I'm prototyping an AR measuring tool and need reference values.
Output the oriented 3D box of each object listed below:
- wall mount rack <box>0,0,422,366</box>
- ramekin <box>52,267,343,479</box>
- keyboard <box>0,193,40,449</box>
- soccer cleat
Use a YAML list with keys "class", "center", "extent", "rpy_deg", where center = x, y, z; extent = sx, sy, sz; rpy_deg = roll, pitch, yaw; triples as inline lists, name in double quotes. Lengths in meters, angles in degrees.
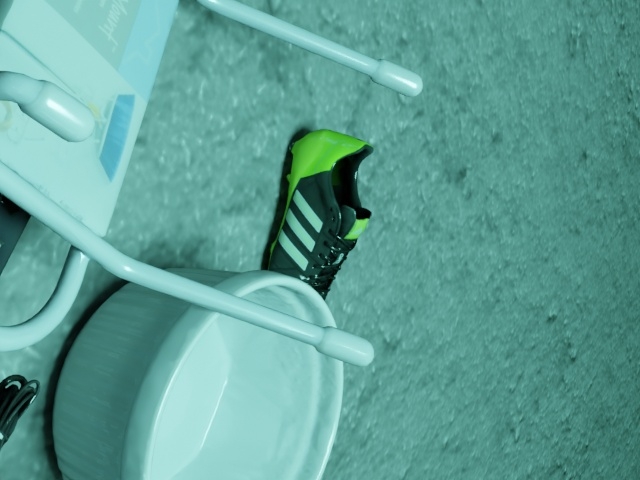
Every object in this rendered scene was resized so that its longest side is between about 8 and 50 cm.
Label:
- class: "wall mount rack"
  center: [-0.068, -0.083, 0.565]
  extent: [0.304, 0.130, 0.350]
  rpy_deg: [45, 51, -51]
- class: "ramekin"
  center: [-0.085, 0.115, 0.673]
  extent: [0.207, 0.109, 0.207]
  rpy_deg: [-23, 118, -52]
- class: "keyboard"
  center: [-0.198, 0.074, 0.463]
  extent: [0.201, 0.033, 0.317]
  rpy_deg: [71, 24, -43]
- class: "soccer cleat"
  center: [0.000, 0.000, 0.795]
  extent: [0.060, 0.072, 0.179]
  rpy_deg: [1, 99, -56]
